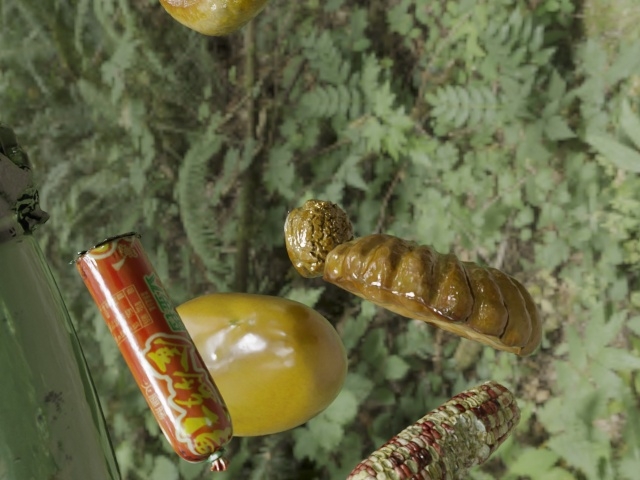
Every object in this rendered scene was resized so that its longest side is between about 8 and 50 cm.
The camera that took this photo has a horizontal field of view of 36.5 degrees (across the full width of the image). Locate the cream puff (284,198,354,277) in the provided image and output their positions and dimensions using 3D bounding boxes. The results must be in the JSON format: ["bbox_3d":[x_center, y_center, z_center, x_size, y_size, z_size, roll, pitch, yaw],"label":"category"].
[{"bbox_3d":[0.003,-0.003,1.604,0.144,0.103,0.126,45,-137,-60],"label":"cream puff"}]

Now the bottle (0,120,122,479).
[{"bbox_3d":[-0.255,0.065,0.683,0.168,0.168,0.347,-165,61,-71],"label":"bottle"}]

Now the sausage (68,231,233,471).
[{"bbox_3d":[-0.161,0.118,0.995,0.264,0.083,0.083,60,156,9],"label":"sausage"}]

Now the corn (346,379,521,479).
[{"bbox_3d":[0.148,0.264,1.205,0.098,0.289,0.098,35,139,37],"label":"corn"}]

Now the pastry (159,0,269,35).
[{"bbox_3d":[-0.173,-0.525,1.669,0.356,0.163,0.356,13,108,46],"label":"pastry"}]

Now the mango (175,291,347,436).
[{"bbox_3d":[-0.126,0.212,1.713,0.445,0.300,0.232,-25,33,51],"label":"mango"}]

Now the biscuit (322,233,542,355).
[{"bbox_3d":[0.162,0.071,1.355,0.107,0.325,0.325,-68,17,-7],"label":"biscuit"}]
